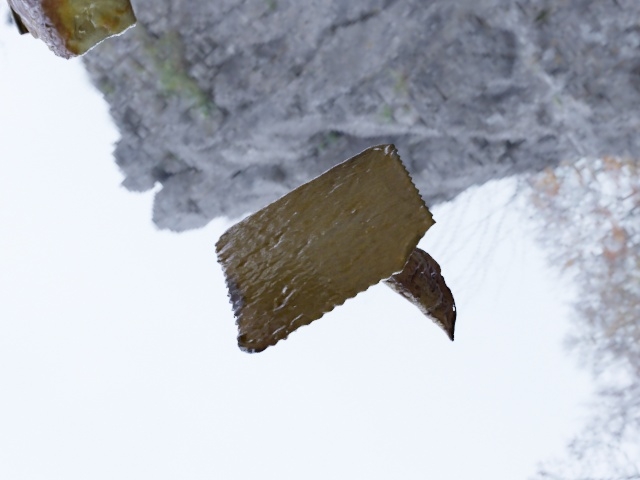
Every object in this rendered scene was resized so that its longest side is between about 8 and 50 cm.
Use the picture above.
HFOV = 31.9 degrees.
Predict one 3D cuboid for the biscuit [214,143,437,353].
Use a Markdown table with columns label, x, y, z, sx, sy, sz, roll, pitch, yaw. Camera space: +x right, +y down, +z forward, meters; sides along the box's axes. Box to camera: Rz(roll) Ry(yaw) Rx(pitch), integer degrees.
| label | x | y | z | sx | sy | sz | roll | pitch | yaw |
| --- | --- | --- | --- | --- | --- | --- | --- | --- | --- |
| biscuit | 0.000 | 0.000 | 1.189 | 0.013 | 0.237 | 0.232 | 56 | -173 | -34 |

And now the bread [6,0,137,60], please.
| label | x | y | z | sx | sy | sz | roll | pitch | yaw |
| --- | --- | --- | --- | --- | --- | --- | --- | --- | --- |
| bread | -0.314 | -0.346 | 1.200 | 0.114 | 0.185 | 0.275 | -29 | -58 | -19 |

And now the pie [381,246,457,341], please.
| label | x | y | z | sx | sy | sz | roll | pitch | yaw |
| --- | --- | --- | --- | --- | --- | --- | --- | --- | --- |
| pie | 0.116 | 0.045 | 1.354 | 0.170 | 0.034 | 0.092 | 37 | -129 | -34 |
